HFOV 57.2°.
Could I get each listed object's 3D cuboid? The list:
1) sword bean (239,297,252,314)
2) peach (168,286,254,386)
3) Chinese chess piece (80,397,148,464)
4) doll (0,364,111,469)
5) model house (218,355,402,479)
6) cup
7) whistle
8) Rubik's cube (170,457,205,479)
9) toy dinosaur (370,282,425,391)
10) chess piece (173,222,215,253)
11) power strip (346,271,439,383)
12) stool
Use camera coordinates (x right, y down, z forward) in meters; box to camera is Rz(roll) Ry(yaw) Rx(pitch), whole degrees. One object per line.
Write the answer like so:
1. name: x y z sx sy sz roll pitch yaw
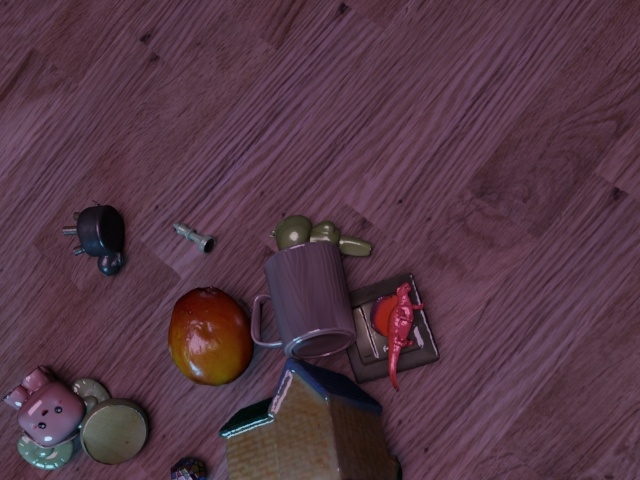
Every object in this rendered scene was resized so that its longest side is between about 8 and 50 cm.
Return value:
1. sword bean: -0.217 0.205 1.768 0.012 0.012 0.083 -43 75 1
2. peach: -0.311 0.264 1.644 0.238 0.281 0.281 -11 78 20
3. Chinese chess piece: -0.600 0.556 1.714 0.188 0.083 0.189 0 90 -19
4. doll: -0.795 0.511 1.759 0.284 0.216 0.268 -45 98 -18
5. model house: -0.042 0.510 1.545 0.382 0.334 0.343 -28 57 23
6. cup: -0.057 0.169 1.598 0.288 0.208 0.273 -10 60 -8
7. whistle: -0.002 -0.006 1.720 0.293 0.141 0.141 3 81 -8
8. Rubik's cube: -0.379 0.675 1.677 0.111 0.093 0.111 -2 81 12
9. toy dinosaur: 0.181 0.245 1.568 0.138 0.070 0.286 16 95 30
10. chess piece: -0.400 -0.018 1.820 0.149 0.059 0.059 29 87 18
11. power strip: 0.184 0.244 1.641 0.251 0.092 0.257 -20 78 16
12. stool: -0.701 -0.004 1.825 0.139 0.153 0.228 -8 79 10
